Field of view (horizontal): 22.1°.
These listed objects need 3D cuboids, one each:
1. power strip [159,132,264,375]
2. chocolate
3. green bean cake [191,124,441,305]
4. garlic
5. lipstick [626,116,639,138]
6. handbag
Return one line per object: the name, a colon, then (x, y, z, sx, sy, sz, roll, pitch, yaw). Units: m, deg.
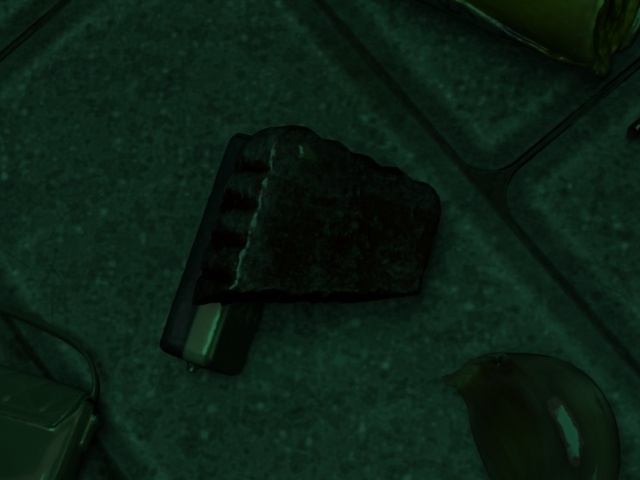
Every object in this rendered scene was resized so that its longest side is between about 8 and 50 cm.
power strip: (-0.090, 0.023, 1.747, 0.070, 0.105, 0.256, 17, 84, 22)
chocolate: (0.130, -0.315, 1.759, 0.445, 0.162, 0.162, 22, 84, 21)
green bean cake: (0.000, 0.000, 1.680, 0.097, 0.233, 0.198, 4, 77, 58)
garlic: (0.234, 0.230, 1.638, 0.129, 0.148, 0.266, -2, 70, -25)
lipstick: (0.371, -0.148, 1.714, 0.129, 0.030, 0.030, -39, 73, 3)
handbag: (-0.361, 0.180, 1.798, 0.256, 0.079, 0.219, 14, 71, 15)
